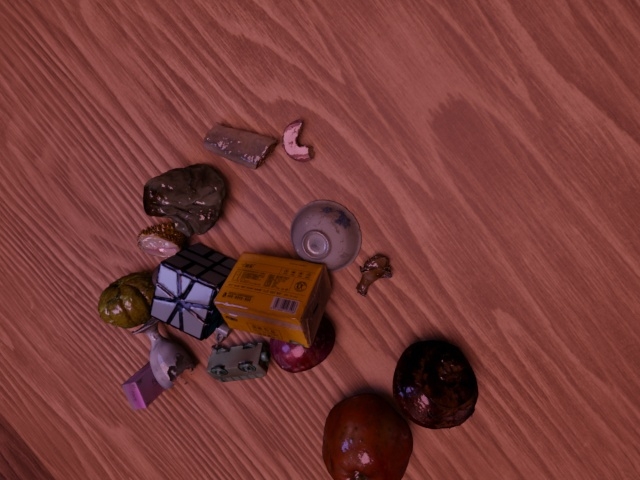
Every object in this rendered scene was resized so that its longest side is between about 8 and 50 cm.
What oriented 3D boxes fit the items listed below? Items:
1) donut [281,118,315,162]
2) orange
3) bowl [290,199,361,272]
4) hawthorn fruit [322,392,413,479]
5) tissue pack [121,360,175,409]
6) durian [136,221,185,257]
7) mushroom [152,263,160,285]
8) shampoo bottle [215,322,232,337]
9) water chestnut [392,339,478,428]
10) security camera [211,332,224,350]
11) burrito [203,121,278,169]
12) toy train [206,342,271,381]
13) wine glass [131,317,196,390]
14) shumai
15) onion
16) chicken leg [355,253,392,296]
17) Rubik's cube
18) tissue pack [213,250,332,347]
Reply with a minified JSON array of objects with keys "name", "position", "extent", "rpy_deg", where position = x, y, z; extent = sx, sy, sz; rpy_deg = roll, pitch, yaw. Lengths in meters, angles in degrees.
[{"name":"donut","position":[-0.096,-0.383,1.625],"extent":[0.116,0.065,0.166],"rpy_deg":[-12,100,18]},{"name":"orange","position":[-0.883,0.284,1.922],"extent":[0.300,0.300,0.224],"rpy_deg":[1,121,40]},{"name":"bowl","position":[0.000,0.000,1.658],"extent":[0.312,0.146,0.314],"rpy_deg":[4,105,16]},{"name":"hawthorn fruit","position":[0.186,0.871,1.712],"extent":[0.401,0.403,0.404],"rpy_deg":[4,106,16]},{"name":"tissue pack","position":[-0.848,0.706,2.053],"extent":[0.092,0.246,0.149],"rpy_deg":[-15,101,18]},{"name":"durian","position":[-0.720,-0.006,1.886],"extent":[0.249,0.183,0.138],"rpy_deg":[-8,71,17]},{"name":"mushroom","position":[-0.702,0.149,1.889],"extent":[0.117,0.188,0.142],"rpy_deg":[10,121,16]},{"name":"shampoo bottle","position":[-0.518,0.397,1.970],"extent":[0.195,0.056,0.056],"rpy_deg":[26,110,8]},{"name":"water chestnut","position":[0.442,0.566,1.628],"extent":[0.350,0.350,0.302],"rpy_deg":[41,154,3]},{"name":"security camera","position":[-0.494,0.482,1.992],"extent":[0.058,0.058,0.092],"rpy_deg":[15,101,12]},{"name":"burrito","position":[-0.325,-0.380,1.677],"extent":[0.298,0.105,0.144],"rpy_deg":[20,105,13]},{"name":"toy train","position":[-0.369,0.571,1.915],"extent":[0.325,0.129,0.159],"rpy_deg":[-14,134,19]},{"name":"wine glass","position":[-0.765,0.549,2.020],"extent":[0.190,0.190,0.357],"rpy_deg":[-28,93,22]},{"name":"shumai","position":[-0.581,-0.176,1.696],"extent":[0.303,0.263,0.310],"rpy_deg":[-25,79,30]},{"name":"onion","position":[-0.062,0.428,1.744],"extent":[0.230,0.256,0.272],"rpy_deg":[-25,119,36]},{"name":"chicken leg","position":[0.204,0.142,1.672],"extent":[0.125,0.080,0.196],"rpy_deg":[43,113,-12]},{"name":"Rubik's cube","position":[-0.529,0.216,1.803],"extent":[0.293,0.283,0.289],"rpy_deg":[24,109,6]},{"name":"tissue pack","position":[-0.181,0.228,1.660],"extent":[0.381,0.293,0.228],"rpy_deg":[9,142,20]}]
